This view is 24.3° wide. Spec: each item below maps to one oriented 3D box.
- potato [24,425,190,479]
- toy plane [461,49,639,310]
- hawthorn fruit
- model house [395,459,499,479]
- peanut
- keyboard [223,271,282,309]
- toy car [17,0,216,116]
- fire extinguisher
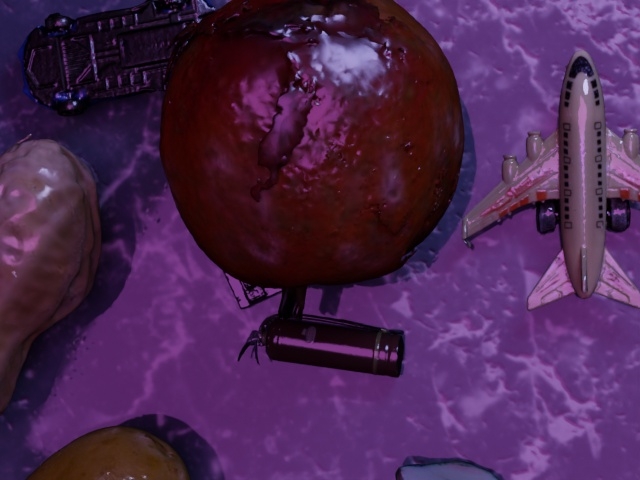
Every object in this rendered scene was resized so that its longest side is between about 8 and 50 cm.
[{"bbox_3d":[-0.195,0.260,1.434,0.204,0.178,0.158,23,75,32],"label":"potato"},{"bbox_3d":[0.248,-0.056,1.407,0.229,0.092,0.244,-1,87,10],"label":"toy plane"},{"bbox_3d":[-0.005,-0.100,1.352,0.316,0.316,0.315,0,88,8],"label":"hawthorn fruit"},{"bbox_3d":[0.122,0.276,1.425,0.101,0.088,0.100,0,114,-23],"label":"model house"},{"bbox_3d":[-0.317,0.050,1.465,0.149,0.149,0.313,34,93,8],"label":"peanut"},{"bbox_3d":[0.000,0.000,1.479,0.204,0.013,0.061,-25,85,6],"label":"keyboard"},{"bbox_3d":[-0.197,-0.184,1.489,0.216,0.063,0.103,-9,86,14],"label":"toy car"},{"bbox_3d":[0.002,0.102,1.461,0.158,0.043,0.064,8,59,8],"label":"fire extinguisher"}]
